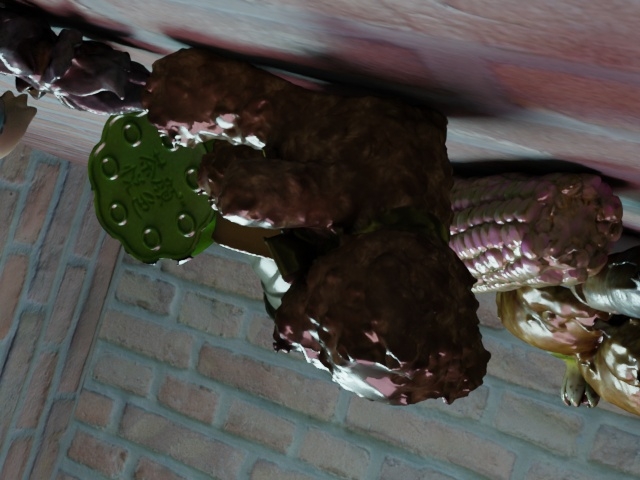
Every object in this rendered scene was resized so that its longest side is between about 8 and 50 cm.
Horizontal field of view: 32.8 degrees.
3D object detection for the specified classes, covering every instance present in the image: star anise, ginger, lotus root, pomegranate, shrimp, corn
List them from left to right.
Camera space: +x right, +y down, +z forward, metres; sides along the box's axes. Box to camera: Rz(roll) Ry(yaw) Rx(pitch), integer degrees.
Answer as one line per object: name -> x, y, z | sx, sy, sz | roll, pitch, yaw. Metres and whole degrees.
star anise -> -0.225, -0.151, 0.920 | 0.205, 0.061, 0.180 | 17, 173, 0
lotus root -> -0.147, -0.073, 1.252 | 0.186, 0.186, 0.186 | 17, 178, 1
corn -> 0.164, -0.008, 1.015 | 0.127, 0.126, 0.335 | 17, 173, -19
pomegranate -> 0.384, 0.128, 1.598 | 0.179, 0.210, 0.179 | 27, 158, 12
ginger -> 0.376, 0.107, 1.349 | 0.357, 0.152, 0.274 | 33, 169, 13
shrimp -> 0.322, 0.028, 0.894 | 0.178, 0.075, 0.289 | -12, 176, -10

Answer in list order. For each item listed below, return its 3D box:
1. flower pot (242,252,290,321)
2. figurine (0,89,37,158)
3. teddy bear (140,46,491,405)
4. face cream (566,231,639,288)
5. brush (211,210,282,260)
flower pot -> -0.009, -0.011, 1.309 | 0.140, 0.235, 0.235 | 46, 163, -28
figurine -> -0.463, -0.043, 0.872 | 0.266, 0.377, 0.361 | 36, 179, 17
teddy bear -> -0.009, 0.000, 0.819 | 0.296, 0.222, 0.246 | 8, 156, 28
face cream -> 0.325, 0.030, 1.175 | 0.250, 0.077, 0.077 | 16, 178, -17
brush -> -0.019, -0.045, 1.048 | 0.123, 0.059, 0.197 | 14, -151, 9
